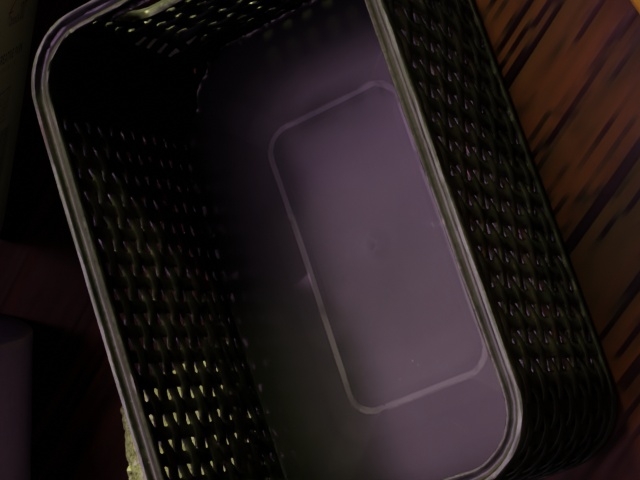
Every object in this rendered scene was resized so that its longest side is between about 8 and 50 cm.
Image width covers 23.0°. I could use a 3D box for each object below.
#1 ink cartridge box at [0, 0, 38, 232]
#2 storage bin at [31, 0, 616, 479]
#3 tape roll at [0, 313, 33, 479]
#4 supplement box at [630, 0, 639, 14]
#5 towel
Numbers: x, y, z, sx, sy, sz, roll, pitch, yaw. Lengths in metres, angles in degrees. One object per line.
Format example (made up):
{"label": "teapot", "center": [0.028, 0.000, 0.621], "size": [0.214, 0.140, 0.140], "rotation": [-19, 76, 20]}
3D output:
{"label": "ink cartridge box", "center": [-0.259, -0.142, 0.579], "size": [0.309, 0.130, 0.272], "rotation": [10, 102, -5]}
{"label": "storage bin", "center": [0.000, 0.000, 0.488], "size": [0.122, 0.084, 0.180], "rotation": [-24, 75, 25]}
{"label": "tape roll", "center": [-0.209, 0.072, 0.619], "size": [0.189, 0.189, 0.080], "rotation": [7, 96, 40]}
{"label": "supplement box", "center": [0.107, -0.088, 0.357], "size": [0.078, 0.080, 0.233], "rotation": [-30, 96, 37]}
{"label": "towel", "center": [-0.023, 0.110, 0.567], "size": [0.110, 0.027, 0.148], "rotation": [-25, 76, 40]}
